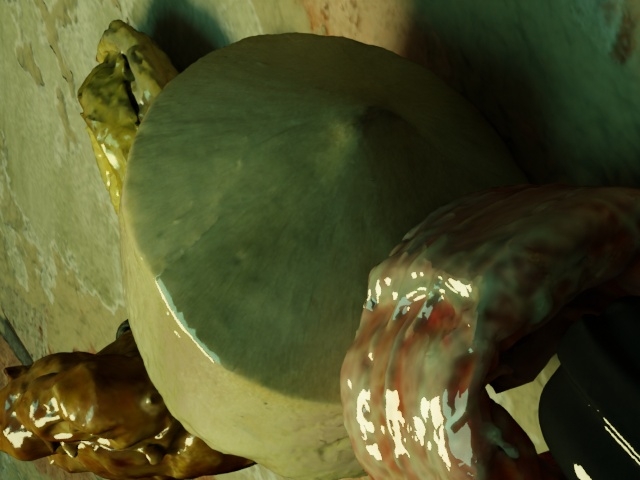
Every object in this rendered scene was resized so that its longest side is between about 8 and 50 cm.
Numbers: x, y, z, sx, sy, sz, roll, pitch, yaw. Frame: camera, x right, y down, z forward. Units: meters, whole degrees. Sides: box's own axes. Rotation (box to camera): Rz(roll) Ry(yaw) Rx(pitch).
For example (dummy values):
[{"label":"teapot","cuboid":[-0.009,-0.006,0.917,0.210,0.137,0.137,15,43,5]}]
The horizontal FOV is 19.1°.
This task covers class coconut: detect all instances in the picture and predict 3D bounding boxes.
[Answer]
[{"label":"coconut","cuboid":[0.000,0.000,1.299,0.329,0.329,0.328,45,147,40]}]

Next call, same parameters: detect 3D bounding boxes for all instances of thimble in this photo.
[{"label":"thimble","cuboid":[0.141,0.082,1.142,0.162,0.239,0.239,12,121,61]}]

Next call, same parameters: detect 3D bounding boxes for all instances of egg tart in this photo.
[{"label":"egg tart","cuboid":[-0.156,-0.067,1.734,0.279,0.095,0.279,158,90,-78]}]

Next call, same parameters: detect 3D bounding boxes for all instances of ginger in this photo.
[{"label":"ginger","cuboid":[-0.152,0.152,1.731,0.357,0.274,0.152,-22,86,66]}]

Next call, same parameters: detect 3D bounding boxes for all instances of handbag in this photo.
[{"label":"handbag","cuboid":[0.234,0.143,0.972,0.308,0.093,0.254,34,-170,-34]}]

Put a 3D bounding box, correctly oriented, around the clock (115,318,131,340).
[{"label":"clock","cuboid":[-0.164,0.162,2.038,0.184,0.040,0.184,45,148,40]}]
